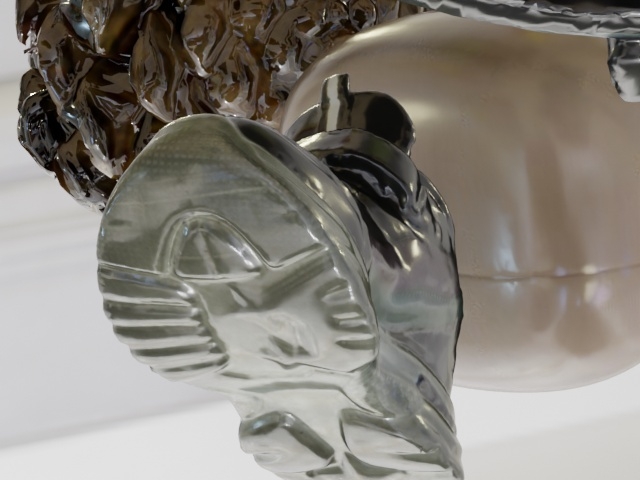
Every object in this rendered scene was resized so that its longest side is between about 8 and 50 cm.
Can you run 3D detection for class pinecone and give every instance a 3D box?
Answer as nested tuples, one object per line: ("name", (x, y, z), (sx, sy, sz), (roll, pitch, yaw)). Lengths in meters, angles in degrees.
("pinecone", (-0.056, -0.096, 1.056), (0.257, 0.243, 0.243), (-22, -160, 36))

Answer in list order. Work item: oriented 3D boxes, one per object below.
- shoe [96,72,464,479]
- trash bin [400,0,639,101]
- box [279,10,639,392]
("shoe", (0.000, 0.000, 0.547), (0.071, 0.169, 0.099), (-2, -123, 23))
("trash bin", (0.070, -0.209, 0.417), (0.217, 0.277, 0.263), (-6, -121, 6))
("box", (0.059, -0.016, 0.756), (0.088, 0.146, 0.200), (-15, -170, -32))
